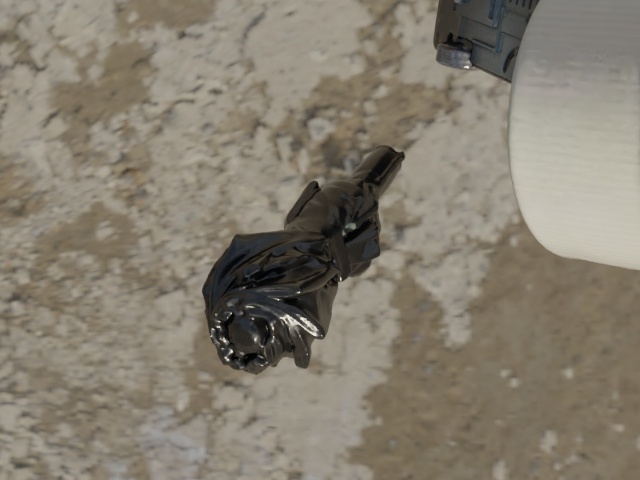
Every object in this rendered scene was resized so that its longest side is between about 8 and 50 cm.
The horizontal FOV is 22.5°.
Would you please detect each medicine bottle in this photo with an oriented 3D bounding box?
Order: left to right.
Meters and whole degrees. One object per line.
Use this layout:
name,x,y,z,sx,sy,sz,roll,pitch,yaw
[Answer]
medicine bottle,0.192,-0.035,0.538,0.139,0.237,0.139,-19,114,-51

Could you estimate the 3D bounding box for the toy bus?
toy bus,0.220,-0.203,1.465,0.157,0.289,0.139,2,105,-23

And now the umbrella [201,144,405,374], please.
umbrella,0.000,0.000,1.377,0.118,0.118,0.340,55,36,-13
